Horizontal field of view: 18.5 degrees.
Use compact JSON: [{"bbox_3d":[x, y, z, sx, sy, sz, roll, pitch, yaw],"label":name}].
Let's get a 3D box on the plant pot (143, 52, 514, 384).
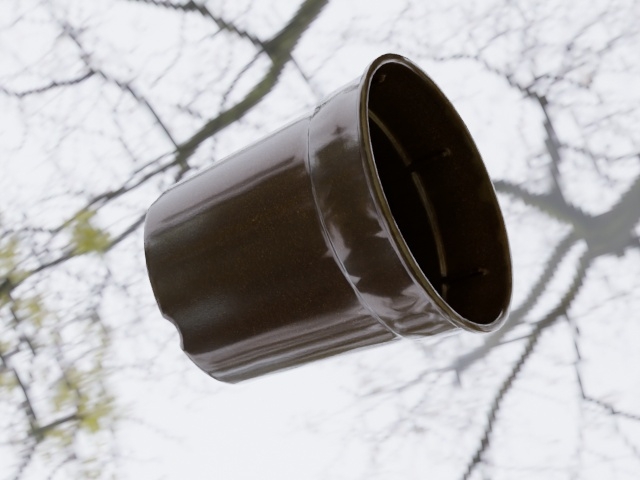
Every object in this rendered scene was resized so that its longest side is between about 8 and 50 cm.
[{"bbox_3d":[0.000,0.000,1.127,0.167,0.165,0.167,43,-144,-41],"label":"plant pot"}]
